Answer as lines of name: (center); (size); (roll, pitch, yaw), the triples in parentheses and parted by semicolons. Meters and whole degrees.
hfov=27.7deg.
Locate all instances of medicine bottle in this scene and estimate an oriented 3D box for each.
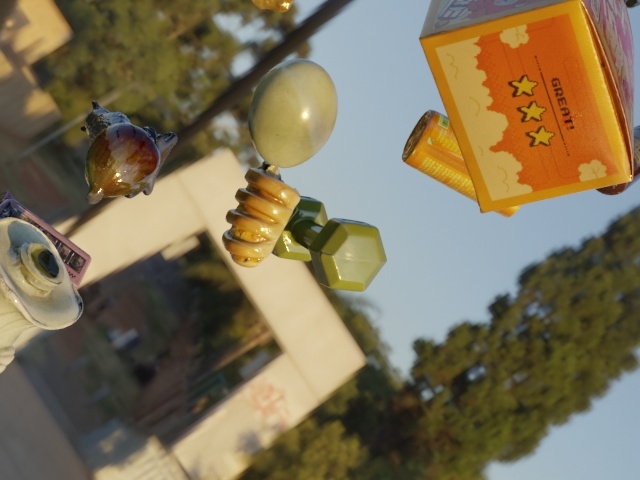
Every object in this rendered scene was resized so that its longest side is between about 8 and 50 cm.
medicine bottle: (0.229, -0.119, 2.006); (0.192, 0.096, 0.096); (27, -1, -9)

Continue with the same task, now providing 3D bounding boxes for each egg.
egg: (-0.037, -0.164, 1.694); (0.114, 0.114, 0.152); (52, -50, 40)

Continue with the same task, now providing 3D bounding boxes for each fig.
fig: (-0.315, -0.109, 2.007); (0.109, 0.155, 0.103); (35, -32, -18)

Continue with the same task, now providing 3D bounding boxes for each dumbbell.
dumbbell: (0.000, 0.000, 2.123); (0.302, 0.121, 0.108); (28, -72, 64)

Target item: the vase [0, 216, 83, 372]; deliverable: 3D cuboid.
vase: (-0.558, 0.153, 1.899); (0.250, 0.445, 0.250); (47, 19, -22)

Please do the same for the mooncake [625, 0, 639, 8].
mooncake: (0.374, -0.490, 2.054); (0.212, 0.381, 0.351); (-34, -111, 63)

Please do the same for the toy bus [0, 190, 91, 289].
toy bus: (-0.482, 0.014, 2.141); (0.199, 0.108, 0.096); (40, -29, -25)

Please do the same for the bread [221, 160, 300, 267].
bread: (-0.099, -0.043, 2.084); (0.084, 0.177, 0.119); (24, 3, -26)

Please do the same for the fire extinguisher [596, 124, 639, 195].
fire extinguisher: (0.440, -0.119, 1.961); (0.099, 0.231, 0.071); (25, -59, 26)

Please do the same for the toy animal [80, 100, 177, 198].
toy animal: (-0.353, -0.163, 2.161); (0.210, 0.121, 0.117); (31, 13, 34)

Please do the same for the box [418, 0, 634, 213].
box: (0.276, -0.229, 1.642); (0.283, 0.213, 0.260); (-72, 146, -53)

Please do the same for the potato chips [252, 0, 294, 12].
potato chips: (0.036, -0.448, 1.592); (0.057, 0.407, 0.080); (37, 35, 5)
